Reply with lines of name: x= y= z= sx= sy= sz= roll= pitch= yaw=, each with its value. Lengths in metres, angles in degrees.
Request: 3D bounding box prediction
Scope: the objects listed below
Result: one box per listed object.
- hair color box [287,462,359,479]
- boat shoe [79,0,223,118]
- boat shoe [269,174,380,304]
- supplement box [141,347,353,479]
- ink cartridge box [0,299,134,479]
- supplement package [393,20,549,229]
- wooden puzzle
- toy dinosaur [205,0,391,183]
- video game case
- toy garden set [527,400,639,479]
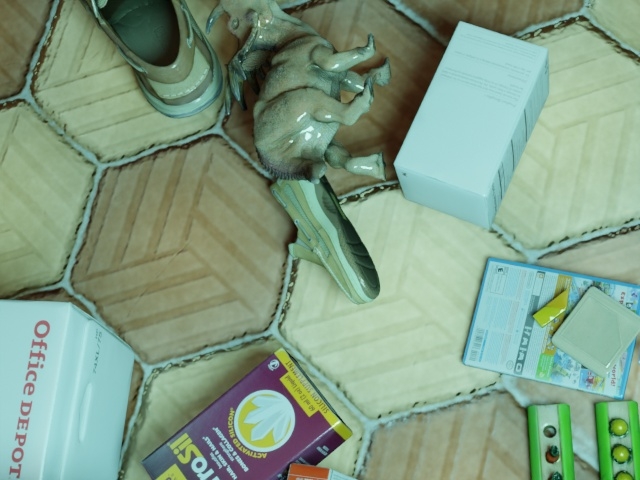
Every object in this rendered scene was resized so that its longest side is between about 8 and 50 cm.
hair color box: x=-0.002 y=0.311 z=1.224 sx=0.053 sy=0.093 sz=0.167 roll=1 pitch=71 yaw=35
boat shoe: x=-0.221 y=-0.293 z=1.467 sx=0.123 sy=0.116 sz=0.324 roll=-36 pitch=68 yaw=-2
boat shoe: x=0.000 y=0.000 z=1.357 sx=0.072 sy=0.068 sz=0.190 roll=-34 pitch=57 yaw=12
supplement box: x=-0.074 y=0.213 z=1.284 sx=0.188 sy=0.081 sz=0.104 roll=-39 pitch=69 yaw=-3
ink cartridge box: x=-0.360 y=0.177 z=1.292 sx=0.270 sy=0.197 sz=0.198 roll=2 pitch=71 yaw=12
supplement package: x=0.165 y=-0.122 z=1.336 sx=0.105 sy=0.105 sz=0.179 roll=22 pitch=77 yaw=17
wooden puzzle: x=0.280 y=0.092 z=1.264 sx=0.078 sy=0.014 sz=0.116 roll=-47 pitch=66 yaw=0
toy dinosaur: x=-0.033 y=-0.149 z=1.354 sx=0.200 sy=0.127 sz=0.296 roll=-4 pitch=55 yaw=12
video game case: x=0.241 y=0.089 z=1.291 sx=0.166 sy=0.015 sz=0.119 roll=11 pitch=74 yaw=19
toy garden set: x=0.328 y=0.253 z=1.205 sx=0.244 sy=0.049 sz=0.204 roll=-4 pitch=71 yaw=10
